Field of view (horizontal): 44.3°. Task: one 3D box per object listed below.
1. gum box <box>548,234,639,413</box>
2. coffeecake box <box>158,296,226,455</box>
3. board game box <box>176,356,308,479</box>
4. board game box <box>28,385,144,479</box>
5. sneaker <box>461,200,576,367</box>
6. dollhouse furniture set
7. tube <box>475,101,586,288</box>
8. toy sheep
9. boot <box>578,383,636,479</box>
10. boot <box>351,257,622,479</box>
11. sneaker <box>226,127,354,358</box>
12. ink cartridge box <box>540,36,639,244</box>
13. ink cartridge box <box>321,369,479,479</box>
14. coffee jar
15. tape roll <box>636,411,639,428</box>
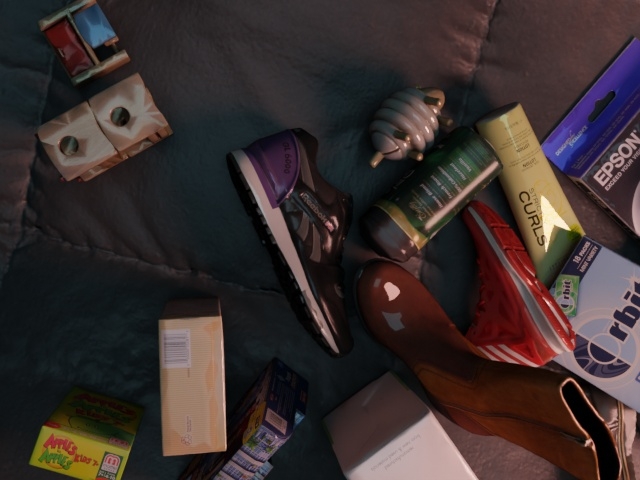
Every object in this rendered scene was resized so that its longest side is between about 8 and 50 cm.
[{"bbox_3d":[0.371,0.106,0.982,0.184,0.041,0.157,33,102,17],"label":"gum box"},{"bbox_3d":[-0.143,0.145,0.892,0.068,0.185,0.142,-2,92,-8],"label":"coffeecake box"},{"bbox_3d":[-0.099,0.256,0.922,0.060,0.194,0.194,38,101,-7],"label":"board game box"},{"bbox_3d":[-0.255,0.215,0.881,0.092,0.181,0.043,19,90,-8],"label":"board game box"},{"bbox_3d":[0.209,0.068,0.988,0.128,0.087,0.221,-37,67,25],"label":"sneaker"},{"bbox_3d":[-0.272,-0.175,0.889,0.129,0.129,0.184,-30,97,-5],"label":"dollhouse furniture set"},{"bbox_3d":[0.276,-0.058,1.007,0.070,0.062,0.240,-19,105,33],"label":"tube"},{"bbox_3d":[0.104,-0.139,0.963,0.132,0.091,0.091,-44,97,-14],"label":"toy sheep"},{"bbox_3d":[0.331,0.283,1.026,0.137,0.077,0.198,4,79,-3],"label":"boot"},{"bbox_3d":[0.168,0.139,0.864,0.096,0.280,0.264,-34,106,-17],"label":"boot"},{"bbox_3d":[0.000,0.000,0.950,0.124,0.107,0.283,-25,95,-12],"label":"sneaker"},{"bbox_3d":[0.429,-0.127,1.030,0.208,0.045,0.206,41,87,-6],"label":"ink cartridge box"},{"bbox_3d":[0.157,0.345,0.930,0.119,0.207,0.353,-35,97,-4],"label":"ink cartridge box"},{"bbox_3d":[0.131,-0.053,0.966,0.184,0.096,0.079,-44,94,-5],"label":"coffee jar"},{"bbox_3d":[0.592,0.144,1.050,0.391,0.072,0.392,0,93,-7],"label":"tape roll"}]
